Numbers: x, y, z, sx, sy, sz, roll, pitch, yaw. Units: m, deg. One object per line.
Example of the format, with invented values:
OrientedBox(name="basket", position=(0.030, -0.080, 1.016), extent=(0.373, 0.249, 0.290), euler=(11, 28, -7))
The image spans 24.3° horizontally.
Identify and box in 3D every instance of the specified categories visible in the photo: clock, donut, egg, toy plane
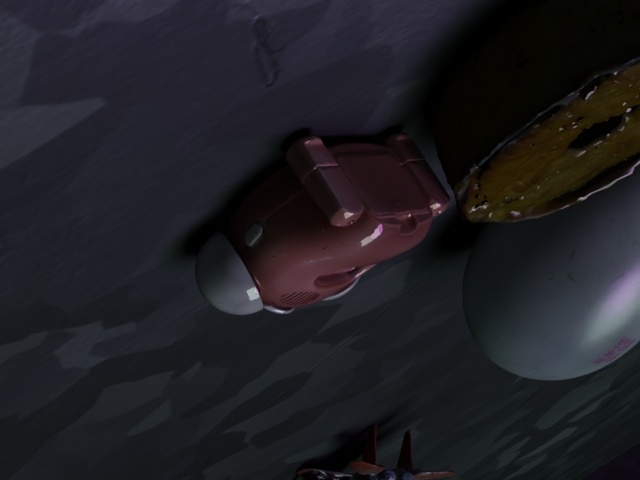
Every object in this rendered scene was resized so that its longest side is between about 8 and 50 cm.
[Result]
OrientedBox(name="clock", position=(0.000, 0.000, 1.127), extent=(0.166, 0.093, 0.162), euler=(-8, 152, -51))
OrientedBox(name="donut", position=(0.201, -0.119, 1.146), extent=(0.272, 0.107, 0.272), euler=(-24, 160, -9))
OrientedBox(name="egg", position=(0.246, 0.018, 1.403), extent=(0.264, 0.183, 0.183), euler=(-51, 155, 24))
OrientedBox(name="toy plane", position=(0.041, 0.353, 1.995), extent=(0.222, 0.104, 0.326), euler=(10, 145, -23))
